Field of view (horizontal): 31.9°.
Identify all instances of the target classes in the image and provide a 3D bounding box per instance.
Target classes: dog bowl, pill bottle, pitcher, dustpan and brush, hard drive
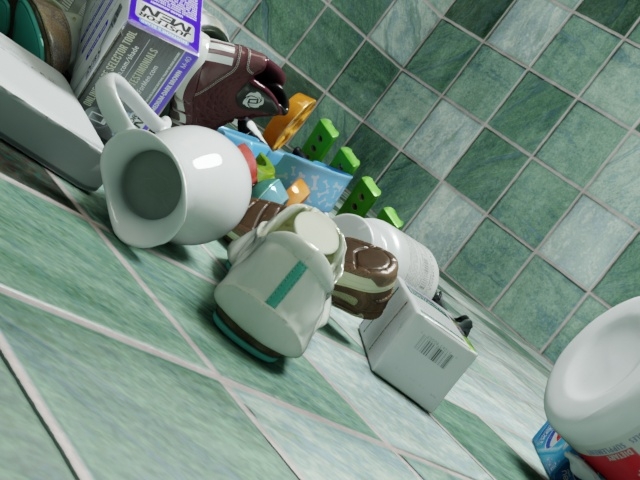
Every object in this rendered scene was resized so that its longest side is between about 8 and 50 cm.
[{"bbox_3d":[-0.095,-0.125,1.875,0.297,0.074,0.166,22,6,15],"label":"dog bowl"},{"bbox_3d":[0.086,0.036,1.760,0.131,0.131,0.229,41,7,31],"label":"pill bottle"},{"bbox_3d":[-0.155,-0.081,1.140,0.207,0.125,0.178,-8,79,-75],"label":"pitcher"},{"bbox_3d":[0.372,0.343,1.423,0.211,0.060,0.147,36,6,-15],"label":"dustpan and brush"},{"bbox_3d":[-0.358,-0.182,1.225,0.233,0.047,0.353,35,6,-29],"label":"hard drive"},{"bbox_3d":[0.502,0.278,1.450,0.407,0.229,0.229,42,4,-15],"label":"pill bottle"}]

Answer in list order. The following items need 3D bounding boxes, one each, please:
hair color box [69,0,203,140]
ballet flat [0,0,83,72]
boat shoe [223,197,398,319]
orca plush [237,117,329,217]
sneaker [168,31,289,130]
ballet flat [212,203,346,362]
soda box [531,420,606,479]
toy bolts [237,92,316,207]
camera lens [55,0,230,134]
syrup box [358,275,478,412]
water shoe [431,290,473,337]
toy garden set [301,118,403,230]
[{"bbox_3d":[-0.238,-0.304,1.480,0.110,0.185,0.339,24,41,-23],"label":"hair color box"},{"bbox_3d":[-0.392,-0.303,1.574,0.106,0.108,0.316,-5,32,-32],"label":"ballet flat"},{"bbox_3d":[-0.028,0.031,1.416,0.257,0.095,0.095,24,38,24],"label":"boat shoe"},{"bbox_3d":[-0.102,-0.119,1.986,0.102,0.151,0.287,-18,73,-36],"label":"orca plush"},{"bbox_3d":[-0.130,-0.174,1.563,0.162,0.106,0.281,8,-28,-8],"label":"sneaker"},{"bbox_3d":[-0.027,0.026,1.172,0.139,0.139,0.400,37,5,-3],"label":"ballet flat"},{"bbox_3d":[0.363,0.309,1.614,0.071,0.067,0.210,38,5,1],"label":"soda box"},{"bbox_3d":[-0.048,-0.084,1.660,0.158,0.218,0.228,41,22,4],"label":"toy bolts"},{"bbox_3d":[-0.295,-0.314,1.772,0.274,0.219,0.219,40,6,24],"label":"camera lens"},{"bbox_3d":[0.120,0.126,1.435,0.093,0.096,0.237,36,7,-7],"label":"syrup box"},{"bbox_3d":[0.176,0.111,1.965,0.203,0.080,0.073,36,5,-11],"label":"water shoe"},{"bbox_3d":[0.038,-0.060,1.968,0.049,0.204,0.244,-16,63,-39],"label":"toy garden set"}]
